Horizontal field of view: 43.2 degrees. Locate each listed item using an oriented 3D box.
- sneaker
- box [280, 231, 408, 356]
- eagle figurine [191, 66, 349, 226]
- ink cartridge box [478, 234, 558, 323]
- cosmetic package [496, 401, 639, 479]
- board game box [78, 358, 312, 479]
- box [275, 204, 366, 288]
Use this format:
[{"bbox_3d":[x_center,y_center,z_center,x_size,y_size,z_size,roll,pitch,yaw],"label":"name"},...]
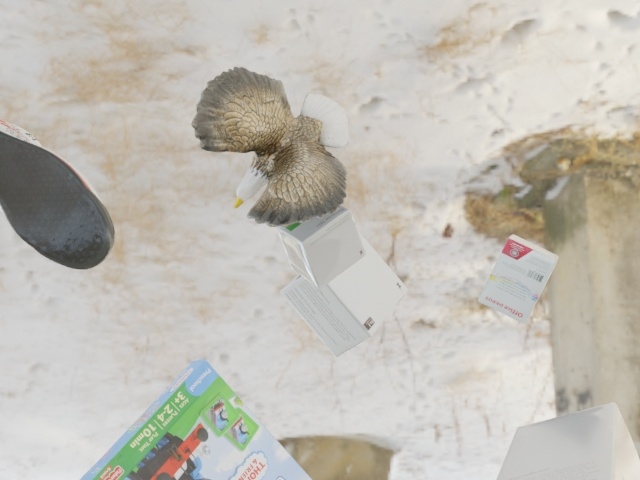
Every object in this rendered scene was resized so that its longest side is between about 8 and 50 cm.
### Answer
[{"bbox_3d":[-0.307,-0.060,0.876,0.270,0.090,0.145,34,180,11],"label":"sneaker"},{"bbox_3d":[0.051,0.102,1.628,0.119,0.182,0.181,-37,-176,41],"label":"box"},{"bbox_3d":[-0.068,-0.135,1.239,0.227,0.225,0.298,6,-178,-2],"label":"eagle figurine"},{"bbox_3d":[0.486,0.094,1.984,0.128,0.176,0.127,27,-168,13],"label":"ink cartridge box"},{"bbox_3d":[0.334,0.384,1.013,0.162,0.230,0.453,-23,177,20],"label":"cosmetic package"},{"bbox_3d":[-0.103,0.248,0.790,0.211,0.160,0.039,51,145,-13],"label":"board game box"},{"bbox_3d":[0.000,0.000,1.288,0.087,0.101,0.102,34,152,48],"label":"box"}]
